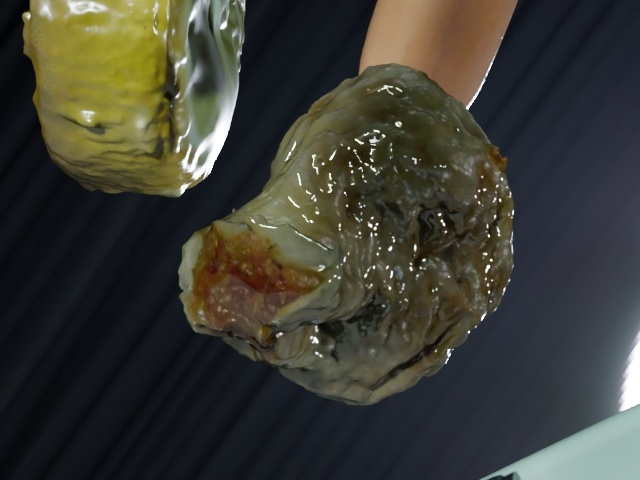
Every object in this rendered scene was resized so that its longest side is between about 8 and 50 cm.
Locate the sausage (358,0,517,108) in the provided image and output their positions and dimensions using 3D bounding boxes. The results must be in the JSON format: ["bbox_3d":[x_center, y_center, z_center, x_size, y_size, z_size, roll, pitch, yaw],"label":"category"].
[{"bbox_3d":[0.096,-0.201,1.136,0.086,0.289,0.086,17,23,-8],"label":"sausage"}]

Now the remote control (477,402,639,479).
[{"bbox_3d":[0.070,0.186,0.837,0.056,0.296,0.140,10,54,-65],"label":"remote control"}]

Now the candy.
[{"bbox_3d":[-0.117,-0.158,1.230,0.118,0.260,0.260,5,-1,7],"label":"candy"}]

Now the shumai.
[{"bbox_3d":[0.000,0.000,1.063,0.166,0.206,0.175,35,22,35],"label":"shumai"}]
